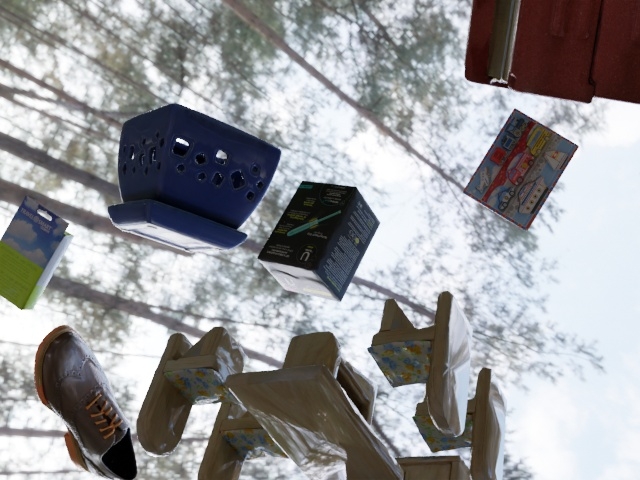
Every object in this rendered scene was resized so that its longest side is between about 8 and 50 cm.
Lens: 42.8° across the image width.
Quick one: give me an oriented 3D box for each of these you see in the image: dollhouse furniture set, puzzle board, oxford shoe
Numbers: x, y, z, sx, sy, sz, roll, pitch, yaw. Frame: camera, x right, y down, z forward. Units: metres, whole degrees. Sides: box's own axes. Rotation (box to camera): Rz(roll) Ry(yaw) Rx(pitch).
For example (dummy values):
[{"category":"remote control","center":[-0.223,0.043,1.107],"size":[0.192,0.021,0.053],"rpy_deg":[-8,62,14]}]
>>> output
[{"category":"dollhouse furniture set","center":[0.254,-0.321,0.781],"size":[0.152,0.201,0.374],"rpy_deg":[4,-75,-4]},{"category":"dollhouse furniture set","center":[0.030,0.295,0.931],"size":[0.362,0.394,0.256],"rpy_deg":[-11,-138,26]},{"category":"puzzle board","center":[0.256,-0.091,1.042],"size":[0.096,0.011,0.128],"rpy_deg":[32,-88,6]},{"category":"oxford shoe","center":[-0.415,0.305,1.505],"size":[0.132,0.364,0.130],"rpy_deg":[18,-134,30]}]

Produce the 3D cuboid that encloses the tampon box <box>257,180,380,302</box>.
[{"category":"tampon box","center":[0.000,0.000,1.321],"size":[0.120,0.101,0.161],"rpy_deg":[11,-118,38]}]

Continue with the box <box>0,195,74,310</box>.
[{"category":"box","center":[-0.525,0.023,1.467],"size":[0.109,0.042,0.178],"rpy_deg":[31,-88,12]}]

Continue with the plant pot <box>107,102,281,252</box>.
[{"category":"plant pot","center":[-0.245,-0.100,1.502],"size":[0.236,0.236,0.212],"rpy_deg":[-3,-110,55]}]
